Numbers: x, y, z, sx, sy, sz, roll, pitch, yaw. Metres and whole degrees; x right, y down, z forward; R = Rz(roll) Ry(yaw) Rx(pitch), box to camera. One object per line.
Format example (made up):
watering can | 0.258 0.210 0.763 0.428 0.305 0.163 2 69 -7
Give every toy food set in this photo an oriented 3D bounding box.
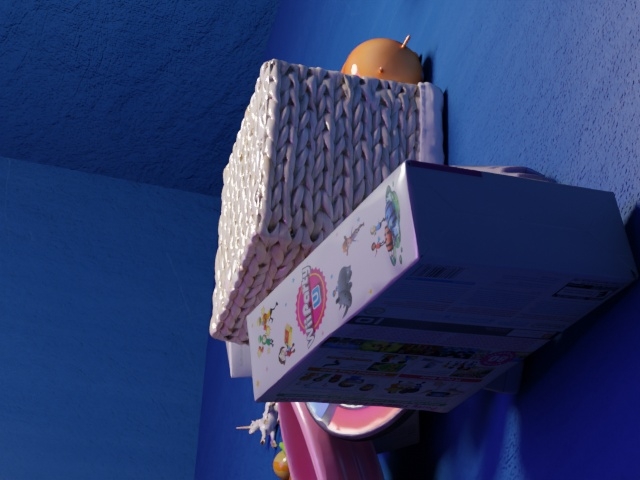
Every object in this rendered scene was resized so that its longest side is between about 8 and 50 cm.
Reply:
toy food set | -0.049 0.415 2.137 0.132 0.038 0.192 13 93 65

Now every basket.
basket | 0.006 -0.027 1.747 0.328 0.266 0.331 117 158 -55

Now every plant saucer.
plant saucer | 0.026 0.324 1.536 0.332 0.084 0.332 166 90 -81

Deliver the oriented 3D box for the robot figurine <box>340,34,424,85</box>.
robot figurine | 0.083 -0.222 1.888 0.219 0.158 0.128 117 145 -56

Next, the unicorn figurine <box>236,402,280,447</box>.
unicorn figurine | -0.110 0.377 2.549 0.162 0.060 0.111 -57 18 22

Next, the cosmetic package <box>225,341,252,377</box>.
cosmetic package | -0.121 0.123 2.489 0.365 0.155 0.197 -114 23 -74

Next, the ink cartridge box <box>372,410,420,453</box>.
ink cartridge box | 0.070 0.162 1.524 0.127 0.072 0.175 -115 14 -46

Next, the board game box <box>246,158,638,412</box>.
board game box | 0.096 0.055 1.102 0.303 0.224 0.098 -46 45 48

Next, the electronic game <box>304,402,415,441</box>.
electronic game | 0.058 0.113 1.382 0.229 0.048 0.229 -27 51 38

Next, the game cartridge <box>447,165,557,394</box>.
game cartridge | 0.170 0.029 1.381 0.355 0.068 0.230 -158 82 -79
